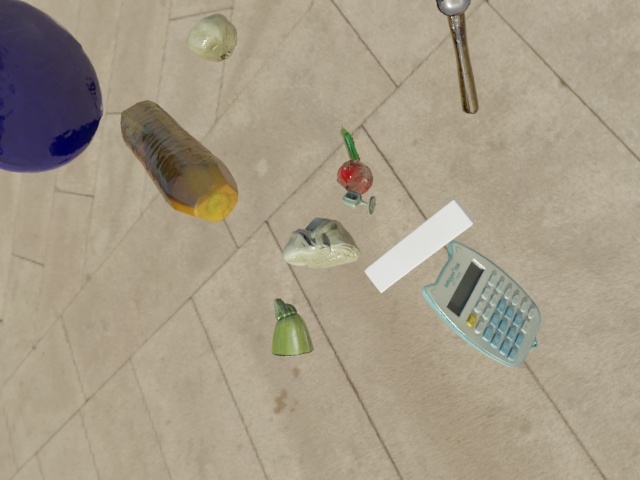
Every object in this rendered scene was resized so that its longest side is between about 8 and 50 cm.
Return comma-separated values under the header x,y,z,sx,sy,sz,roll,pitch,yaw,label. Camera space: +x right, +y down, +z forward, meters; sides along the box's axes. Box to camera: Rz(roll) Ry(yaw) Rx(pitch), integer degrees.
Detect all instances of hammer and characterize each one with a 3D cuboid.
x,y,z,sx,sy,sz,roll,pitch,yaw,label
0.388,-0.539,1.463,0.095,0.242,0.409,-6,124,19,hammer

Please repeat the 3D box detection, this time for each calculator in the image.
x,y,z,sx,sy,sz,roll,pitch,yaw,label
0.477,0.191,1.511,0.386,0.256,0.054,38,154,-3,calculator

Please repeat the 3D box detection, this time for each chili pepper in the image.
x,y,z,sx,sy,sz,roll,pitch,yaw,label
0.109,-0.205,1.667,0.110,0.387,0.110,0,90,11,chili pepper

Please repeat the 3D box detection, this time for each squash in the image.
x,y,z,sx,sy,sz,roll,pitch,yaw,label
-0.071,0.201,1.252,0.105,0.105,0.132,-5,89,36,squash

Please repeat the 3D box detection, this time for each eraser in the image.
x,y,z,sx,sy,sz,roll,pitch,yaw,label
0.253,0.014,1.348,0.298,0.076,0.078,-41,83,22,eraser

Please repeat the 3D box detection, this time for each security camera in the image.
x,y,z,sx,sy,sz,roll,pitch,yaw,label
0.106,-0.110,1.477,0.092,0.058,0.058,16,96,21,security camera

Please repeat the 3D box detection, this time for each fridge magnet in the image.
x,y,z,sx,sy,sz,roll,pitch,yaw,label
-0.459,-0.230,0.782,0.112,0.265,0.265,-9,81,39,fridge magnet

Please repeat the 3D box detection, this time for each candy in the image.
x,y,z,sx,sy,sz,roll,pitch,yaw,label
0.106,-0.310,1.800,0.032,0.102,0.178,-23,111,0,candy

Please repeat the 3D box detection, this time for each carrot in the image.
x,y,z,sx,sy,sz,roll,pitch,yaw,label
-0.248,-0.136,0.895,0.302,0.114,0.114,42,111,37,carrot

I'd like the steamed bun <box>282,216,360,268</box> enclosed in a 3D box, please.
x,y,z,sx,sy,sz,roll,pitch,yaw,label
-0.002,0.000,1.664,0.218,0.211,0.144,-21,62,41,steamed bun

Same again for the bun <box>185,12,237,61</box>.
x,y,z,sx,sy,sz,roll,pitch,yaw,label
-0.336,-0.633,1.675,0.166,0.173,0.113,-36,89,28,bun
